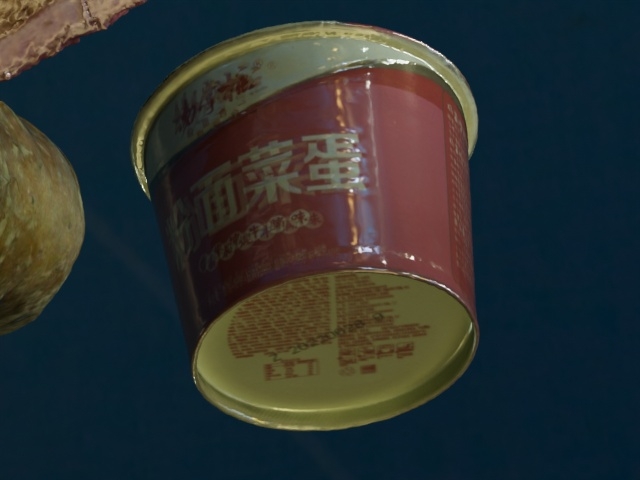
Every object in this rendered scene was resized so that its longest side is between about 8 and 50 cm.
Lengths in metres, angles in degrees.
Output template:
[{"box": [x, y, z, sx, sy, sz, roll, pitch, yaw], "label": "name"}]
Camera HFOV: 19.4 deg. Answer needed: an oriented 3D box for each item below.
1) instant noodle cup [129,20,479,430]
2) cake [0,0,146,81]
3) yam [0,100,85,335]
[{"box": [0.000, 0.000, 1.195, 0.235, 0.178, 0.235, -6, -37, -4], "label": "instant noodle cup"}, {"box": [-0.243, -0.139, 1.108, 0.295, 0.113, 0.116, -24, -55, 1], "label": "cake"}, {"box": [-0.101, -0.024, 0.289, 0.061, 0.061, 0.253, -20, -14, 8], "label": "yam"}]
